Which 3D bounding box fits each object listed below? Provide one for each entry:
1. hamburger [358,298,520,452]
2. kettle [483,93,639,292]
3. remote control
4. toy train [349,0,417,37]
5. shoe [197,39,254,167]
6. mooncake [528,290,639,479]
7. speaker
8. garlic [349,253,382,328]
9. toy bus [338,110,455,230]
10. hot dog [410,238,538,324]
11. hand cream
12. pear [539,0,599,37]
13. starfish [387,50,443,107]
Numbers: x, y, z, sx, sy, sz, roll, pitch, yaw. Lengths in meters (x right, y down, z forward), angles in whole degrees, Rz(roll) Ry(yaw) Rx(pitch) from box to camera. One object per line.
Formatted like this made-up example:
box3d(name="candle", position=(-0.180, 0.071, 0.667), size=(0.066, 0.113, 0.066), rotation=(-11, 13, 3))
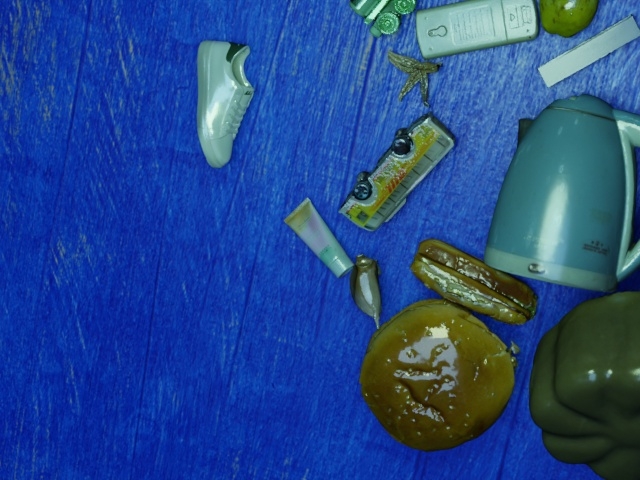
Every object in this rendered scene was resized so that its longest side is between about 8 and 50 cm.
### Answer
box3d(name="hamburger", position=(0.235, 0.269, 1.925), size=(0.314, 0.170, 0.290), rotation=(-41, 94, 19))
box3d(name="kettle", position=(0.485, -0.089, 1.736), size=(0.319, 0.247, 0.342), rotation=(14, 95, 23))
box3d(name="remote control", position=(0.298, -0.412, 1.835), size=(0.233, 0.038, 0.098), rotation=(-8, 98, 19))
box3d(name="toy train", position=(0.160, -0.506, 1.827), size=(0.119, 0.085, 0.251), rotation=(40, 107, -8))
box3d(name="shoe", position=(-0.191, -0.284, 1.985), size=(0.110, 0.095, 0.265), rotation=(-2, 98, 17))
box3d(name="mooncake", position=(0.565, 0.286, 1.733), size=(0.378, 0.201, 0.378), rotation=(10, 133, 11))
box3d(name="speaker", position=(0.499, -0.350, 1.782), size=(0.191, 0.040, 0.046), rotation=(-29, 92, 20))
box3d(name="garlic", position=(0.092, 0.102, 1.975), size=(0.066, 0.084, 0.152), rotation=(-6, 95, 12))
box3d(name="toy bus", position=(0.152, -0.135, 1.913), size=(0.106, 0.092, 0.268), rotation=(40, 109, -4))
box3d(name="hot dog", position=(0.301, 0.088, 1.898), size=(0.269, 0.115, 0.072), rotation=(29, 131, 12))
box3d(name="hand cream", position=(0.000, 0.000, 2.012), size=(0.076, 0.047, 0.174), rotation=(-43, 78, 22))
box3d(name="pear", position=(0.453, -0.435, 1.746), size=(0.107, 0.107, 0.131), rotation=(27, 115, 11))
box3d(name="starfish", position=(0.198, -0.326, 1.875), size=(0.130, 0.041, 0.133), rotation=(-15, 103, 44))
